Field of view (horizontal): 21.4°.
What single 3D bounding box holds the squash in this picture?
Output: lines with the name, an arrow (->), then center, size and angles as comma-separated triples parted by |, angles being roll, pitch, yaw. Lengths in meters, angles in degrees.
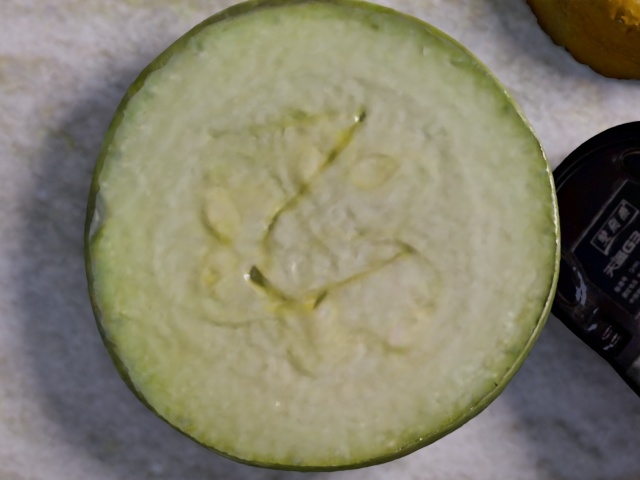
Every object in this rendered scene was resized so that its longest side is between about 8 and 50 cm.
squash -> 0.000, 0.000, 0.886 | 0.252, 0.049, 0.252 | -1, 84, 7

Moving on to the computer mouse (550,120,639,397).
computer mouse -> 0.217, 0.036, 0.897 | 0.233, 0.096, 0.137 | 44, 99, 20

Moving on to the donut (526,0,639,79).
donut -> 0.206, -0.171, 0.926 | 0.190, 0.074, 0.174 | 17, 85, -5
